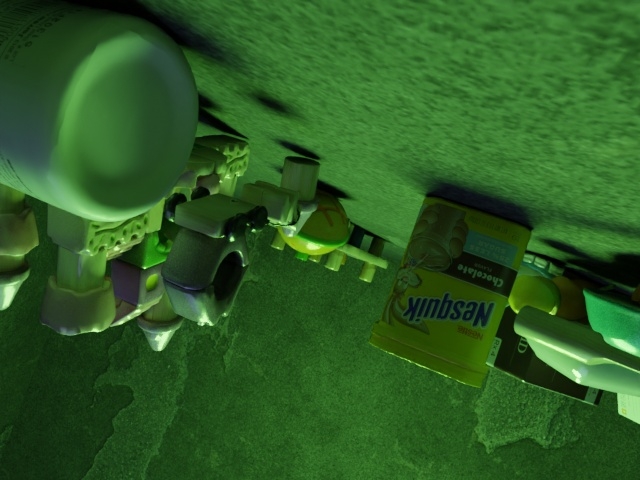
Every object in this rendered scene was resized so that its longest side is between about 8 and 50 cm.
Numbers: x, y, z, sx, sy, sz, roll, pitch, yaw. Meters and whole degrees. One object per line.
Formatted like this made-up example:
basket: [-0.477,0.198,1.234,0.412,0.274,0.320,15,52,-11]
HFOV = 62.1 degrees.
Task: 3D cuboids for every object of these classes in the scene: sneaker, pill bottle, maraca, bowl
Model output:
sneaker: [0.248,0.049,0.764,0.071,0.083,0.190,19,180,-29]
pill bottle: [-0.214,-0.107,0.378,0.229,0.131,0.131,20,178,23]
maraca: [-0.013,-0.040,0.860,0.127,0.099,0.186,23,-156,-11]
bowl: [0.324,0.136,0.632,0.142,0.053,0.142,15,-174,-12]

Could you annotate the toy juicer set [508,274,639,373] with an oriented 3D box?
toy juicer set: [0.296,0.067,0.538,0.209,0.090,0.329,19,-172,28]

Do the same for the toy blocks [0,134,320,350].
toy blocks: [-0.168,0.026,0.580,0.309,0.260,0.288,19,-160,20]

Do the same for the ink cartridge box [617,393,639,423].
ink cartridge box: [0.646,0.265,0.996,0.045,0.206,0.208,-7,-174,-11]

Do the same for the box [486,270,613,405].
box: [0.328,0.129,0.836,0.167,0.168,0.203,22,178,-24]

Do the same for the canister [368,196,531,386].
canister: [0.139,0.051,0.569,0.126,0.170,0.073,20,178,13]

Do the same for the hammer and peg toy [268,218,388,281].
hammer and peg toy: [0.000,0.000,1.368,0.266,0.127,0.361,19,178,34]
